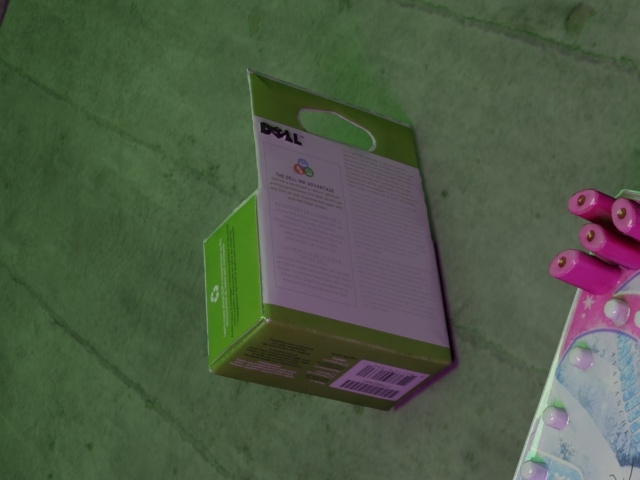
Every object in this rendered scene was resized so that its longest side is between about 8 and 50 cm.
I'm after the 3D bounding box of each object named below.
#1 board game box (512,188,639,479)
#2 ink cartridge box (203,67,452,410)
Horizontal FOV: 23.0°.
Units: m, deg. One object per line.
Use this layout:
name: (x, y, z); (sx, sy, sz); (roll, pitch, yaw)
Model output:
board game box: (0.211, 0.172, 0.868); (0.390, 0.050, 0.390); (17, 88, 61)
ink cartridge box: (0.000, 0.000, 1.366); (0.097, 0.188, 0.255); (-43, 42, 43)
